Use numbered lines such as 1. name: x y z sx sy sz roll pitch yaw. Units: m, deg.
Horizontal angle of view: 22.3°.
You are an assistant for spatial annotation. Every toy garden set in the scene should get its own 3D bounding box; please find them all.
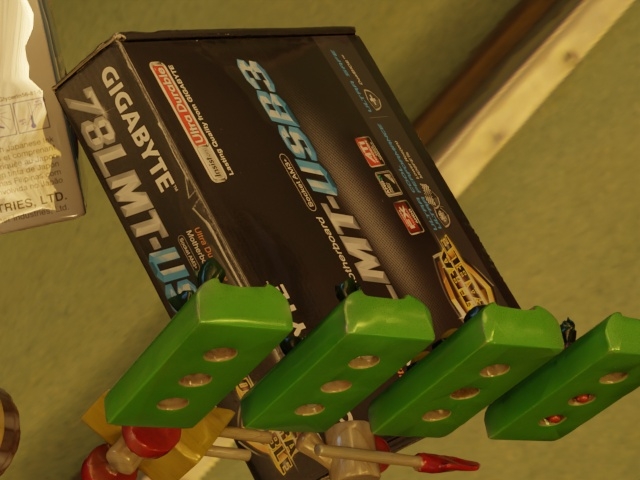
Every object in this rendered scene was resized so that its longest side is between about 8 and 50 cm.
1. toy garden set: 0.012 0.069 0.784 0.244 0.204 0.049 6 59 -27

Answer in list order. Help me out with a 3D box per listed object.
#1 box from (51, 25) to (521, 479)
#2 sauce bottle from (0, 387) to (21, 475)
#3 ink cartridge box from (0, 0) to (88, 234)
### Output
1. box: 0.000 0.000 1.061 0.293 0.073 0.295 -12 70 -59
2. sauce bottle: -0.396 0.141 1.407 0.111 0.344 0.111 -7 71 22
3. ink cartridge box: -0.335 -0.189 1.160 0.270 0.151 0.395 -12 105 -7
